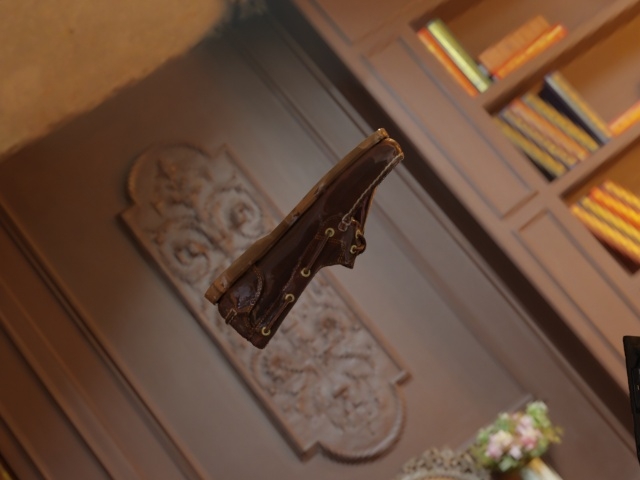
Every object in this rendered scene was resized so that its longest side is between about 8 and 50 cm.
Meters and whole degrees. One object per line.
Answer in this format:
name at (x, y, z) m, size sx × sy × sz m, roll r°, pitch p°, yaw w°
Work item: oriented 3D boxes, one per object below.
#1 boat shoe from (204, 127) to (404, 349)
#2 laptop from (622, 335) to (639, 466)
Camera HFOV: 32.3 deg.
boat shoe at (0.000, 0.000, 0.916) m, size 0.207 × 0.073 × 0.073 m, roll -46°, pitch -9°, yaw 1°
laptop at (0.596, 0.207, 1.604) m, size 0.136 × 0.264 × 0.234 m, roll 92°, pitch -177°, yaw -49°
